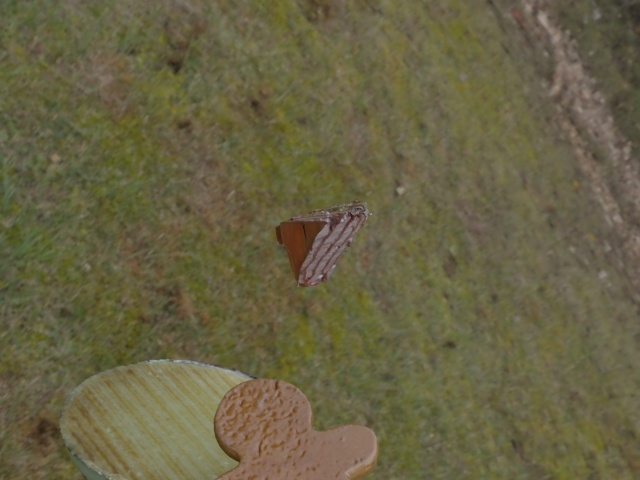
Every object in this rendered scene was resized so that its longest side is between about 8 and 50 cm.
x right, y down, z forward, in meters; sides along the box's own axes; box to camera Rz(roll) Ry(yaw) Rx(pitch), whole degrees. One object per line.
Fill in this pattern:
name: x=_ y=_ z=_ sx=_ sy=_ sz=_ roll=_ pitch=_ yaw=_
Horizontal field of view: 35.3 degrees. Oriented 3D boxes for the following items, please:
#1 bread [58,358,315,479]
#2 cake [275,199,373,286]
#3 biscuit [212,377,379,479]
bread: x=-0.135 y=0.201 z=1.034 sx=0.267 sy=0.040 sz=0.267 roll=10 pitch=22 yaw=-4
cake: x=0.006 y=-0.001 z=1.688 sx=0.098 sy=0.287 sz=0.135 roll=-6 pitch=82 yaw=-21
biscuit: x=-0.019 y=0.217 z=0.856 sx=0.165 sy=0.036 sz=0.250 roll=-21 pitch=46 yaw=-14
